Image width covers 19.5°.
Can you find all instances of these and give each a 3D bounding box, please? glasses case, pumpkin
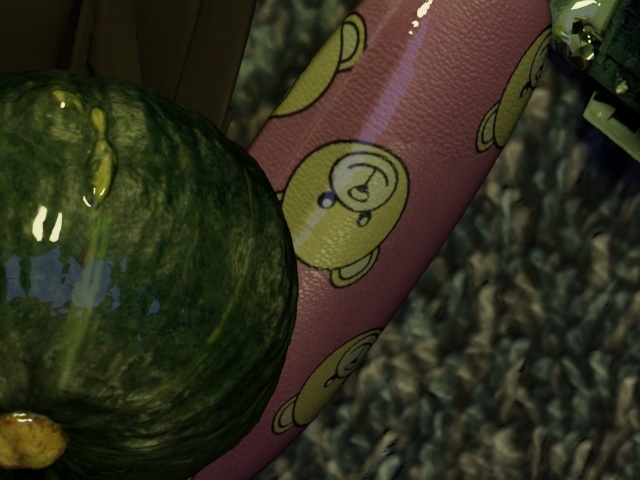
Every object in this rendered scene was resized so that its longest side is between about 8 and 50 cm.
[{"bbox_3d":[0.000,0.000,0.888,0.316,0.076,0.123,-56,148,13],"label":"glasses case"},{"bbox_3d":[-0.113,0.018,0.719,0.212,0.152,0.211,-8,141,-6],"label":"pumpkin"}]

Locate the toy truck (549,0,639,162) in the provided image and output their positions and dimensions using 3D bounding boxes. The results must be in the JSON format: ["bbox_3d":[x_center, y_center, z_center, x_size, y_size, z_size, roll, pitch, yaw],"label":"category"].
[{"bbox_3d":[0.215,-0.136,0.894,0.140,0.108,0.256,7,117,-37],"label":"toy truck"}]

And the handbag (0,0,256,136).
[{"bbox_3d":[-0.161,-0.107,0.771,0.285,0.113,0.257,-2,126,-20],"label":"handbag"}]
